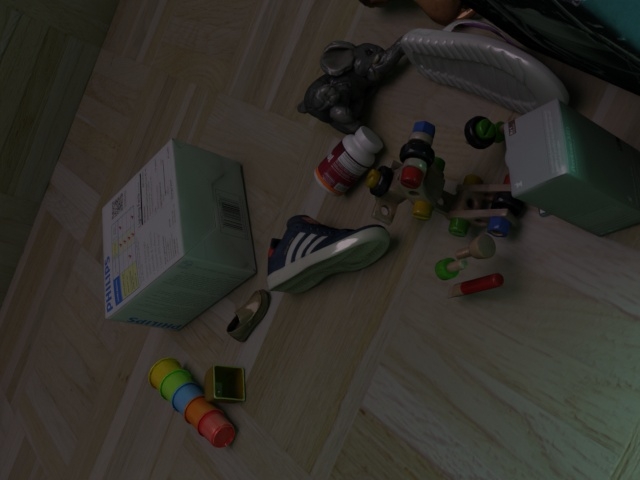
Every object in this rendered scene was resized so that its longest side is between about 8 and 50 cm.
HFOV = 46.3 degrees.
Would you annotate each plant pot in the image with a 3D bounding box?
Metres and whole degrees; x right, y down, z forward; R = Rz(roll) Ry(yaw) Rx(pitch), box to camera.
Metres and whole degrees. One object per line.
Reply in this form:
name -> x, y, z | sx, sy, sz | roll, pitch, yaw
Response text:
plant pot -> -0.235, 0.347, 1.774 | 0.083, 0.081, 0.081 | -36, 51, 47

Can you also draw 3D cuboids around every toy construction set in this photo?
toy construction set -> 0.211, -0.048, 1.348 | 0.237, 0.257, 0.309 | -28, 66, 59

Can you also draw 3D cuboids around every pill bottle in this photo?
pill bottle -> 0.062, -0.174, 1.626 | 0.152, 0.086, 0.086 | -45, 47, 27

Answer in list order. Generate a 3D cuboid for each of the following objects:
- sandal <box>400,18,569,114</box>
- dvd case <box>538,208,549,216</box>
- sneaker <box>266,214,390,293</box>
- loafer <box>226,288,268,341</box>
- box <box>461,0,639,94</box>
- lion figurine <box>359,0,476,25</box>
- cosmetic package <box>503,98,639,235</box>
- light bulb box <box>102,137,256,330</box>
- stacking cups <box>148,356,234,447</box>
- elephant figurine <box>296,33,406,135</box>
sandal -> 0.299, -0.346, 1.383 | 0.102, 0.169, 0.416 | -49, 42, -5
dvd case -> 0.405, -0.108, 1.272 | 0.087, 0.013, 0.120 | -21, 60, 43
sneaker -> 0.000, 0.000, 1.595 | 0.350, 0.131, 0.148 | -24, 64, 42
loafer -> -0.175, 0.179, 1.787 | 0.148, 0.050, 0.056 | -60, 42, 14
box -> 0.390, -0.421, 1.053 | 0.297, 0.471, 0.480 | -60, 41, 13
lion figurine -> 0.220, -0.541, 1.551 | 0.392, 0.142, 0.240 | 52, 122, 40
cosmetic package -> 0.385, -0.102, 1.117 | 0.107, 0.238, 0.127 | -23, 60, 42
light bulb box -> -0.382, -0.004, 1.954 | 0.361, 0.225, 0.358 | -35, 53, 36
stacking cups -> -0.315, 0.406, 1.839 | 0.316, 0.096, 0.096 | 33, 101, 45
elephant figurine -> 0.078, -0.366, 1.656 | 0.239, 0.186, 0.169 | -61, -3, -3
